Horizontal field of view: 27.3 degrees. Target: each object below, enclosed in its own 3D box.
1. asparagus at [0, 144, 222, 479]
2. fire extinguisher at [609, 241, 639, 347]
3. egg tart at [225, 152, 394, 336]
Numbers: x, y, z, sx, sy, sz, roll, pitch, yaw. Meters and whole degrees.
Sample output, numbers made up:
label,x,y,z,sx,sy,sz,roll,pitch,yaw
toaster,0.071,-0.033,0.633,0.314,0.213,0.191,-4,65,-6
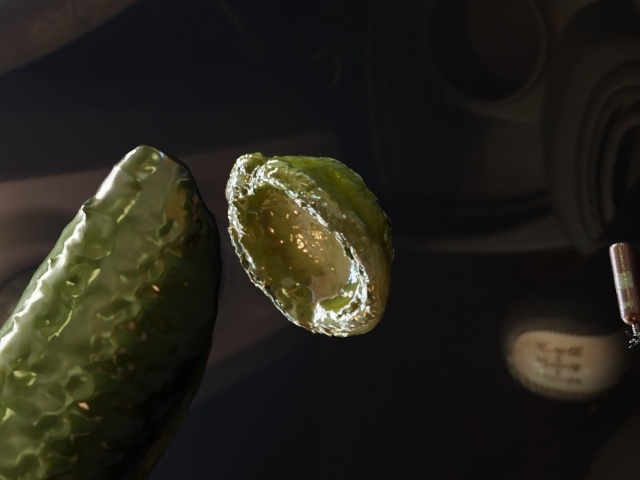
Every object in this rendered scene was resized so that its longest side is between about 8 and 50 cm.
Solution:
label,x,y,z,sx,sy,sz,roll,pitch,yaw
asparagus,-0.156,0.135,0.666,0.108,0.128,0.382,24,80,43
fire extinguisher,0.288,0.047,1.177,0.046,0.032,0.100,-13,67,17
egg tart,0.000,0.000,1.159,0.197,0.078,0.197,37,145,32
